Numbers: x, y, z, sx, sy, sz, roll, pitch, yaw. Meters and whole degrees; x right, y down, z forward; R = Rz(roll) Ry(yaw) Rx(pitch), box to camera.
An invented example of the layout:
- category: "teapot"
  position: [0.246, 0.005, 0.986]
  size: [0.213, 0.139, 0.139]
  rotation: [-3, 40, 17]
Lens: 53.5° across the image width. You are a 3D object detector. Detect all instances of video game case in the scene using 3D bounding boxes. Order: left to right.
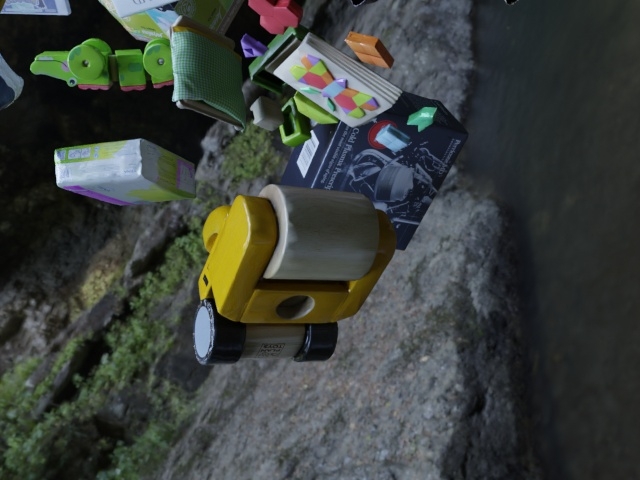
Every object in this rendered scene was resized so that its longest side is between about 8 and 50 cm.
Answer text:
- category: "video game case"
  position: [-0.733, -0.646, 1.555]
  size: [0.023, 0.201, 0.183]
  rotation: [-86, -3, -48]

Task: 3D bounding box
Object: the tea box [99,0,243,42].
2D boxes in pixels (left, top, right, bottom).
- category: "tea box"
  position: [-0.453, -0.725, 1.794]
  size: [0.220, 0.329, 0.323]
  rotation: [-64, -29, -10]

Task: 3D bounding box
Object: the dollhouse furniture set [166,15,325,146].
- category: "dollhouse furniture set"
  position: [-0.123, -0.326, 1.210]
  size: [0.151, 0.301, 0.198]
  rotation: [-33, 58, 35]

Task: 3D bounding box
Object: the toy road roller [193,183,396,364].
- category: "toy road roller"
  position: [-0.067, 0.015, 0.903]
  size: [0.329, 0.202, 0.241]
  rotation: [-60, 38, 40]

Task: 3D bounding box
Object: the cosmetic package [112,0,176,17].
- category: "cosmetic package"
  position: [-0.369, -0.702, 1.238]
  size: [0.161, 0.230, 0.453]
  rotation: [-68, -36, -52]

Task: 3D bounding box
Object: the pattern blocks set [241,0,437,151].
- category: "pattern blocks set"
  position: [0.023, -0.247, 1.001]
  size: [0.026, 0.324, 0.285]
  rotation: [-65, 4, -16]

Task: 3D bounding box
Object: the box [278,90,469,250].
- category: "box"
  position: [0.112, -0.178, 1.484]
  size: [0.343, 0.312, 0.179]
  rotation: [-65, 30, 31]

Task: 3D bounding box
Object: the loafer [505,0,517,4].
- category: "loafer"
  position: [0.423, -0.528, 1.284]
  size: [0.148, 0.056, 0.050]
  rotation: [147, 127, -66]

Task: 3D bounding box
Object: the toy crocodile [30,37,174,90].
- category: "toy crocodile"
  position: [-0.382, -0.337, 1.245]
  size: [0.115, 0.340, 0.105]
  rotation: [-119, 27, -63]

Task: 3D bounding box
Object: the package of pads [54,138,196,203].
- category: "package of pads"
  position: [-0.448, -0.155, 1.520]
  size: [0.296, 0.229, 0.101]
  rotation: [21, -115, -76]

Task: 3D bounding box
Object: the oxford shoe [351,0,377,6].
- category: "oxford shoe"
  position: [0.125, -0.620, 1.402]
  size: [0.098, 0.097, 0.271]
  rotation: [-37, -16, -17]

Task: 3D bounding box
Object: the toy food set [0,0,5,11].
- category: "toy food set"
  position: [-0.427, -0.294, 0.710]
  size: [0.218, 0.128, 0.071]
  rotation: [-63, -9, 5]

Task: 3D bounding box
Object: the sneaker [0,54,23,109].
- category: "sneaker"
  position: [-0.817, -0.367, 1.378]
  size: [0.236, 0.322, 0.130]
  rotation: [-55, -12, -54]
